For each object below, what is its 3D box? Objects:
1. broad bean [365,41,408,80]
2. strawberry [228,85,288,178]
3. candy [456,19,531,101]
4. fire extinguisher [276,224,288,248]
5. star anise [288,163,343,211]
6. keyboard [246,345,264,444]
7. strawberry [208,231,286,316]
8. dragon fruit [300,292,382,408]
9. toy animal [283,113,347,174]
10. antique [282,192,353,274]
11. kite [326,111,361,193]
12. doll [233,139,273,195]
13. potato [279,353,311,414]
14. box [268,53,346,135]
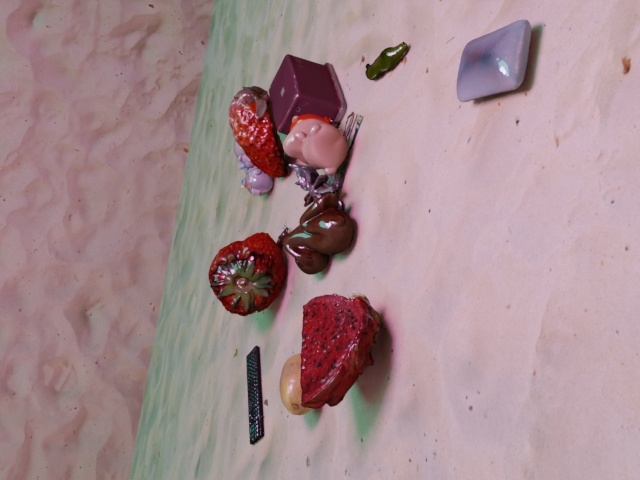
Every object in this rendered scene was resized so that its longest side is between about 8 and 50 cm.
[{"bbox_3d":[0.168,-0.480,1.686,0.195,0.046,0.061,-7,75,64],"label":"broad bean"},{"bbox_3d":[-0.212,-0.351,2.111,0.265,0.149,0.336,-104,-2,-50],"label":"strawberry"},{"bbox_3d":[0.344,-0.357,1.250,0.174,0.071,0.138,2,80,64],"label":"candy"},{"bbox_3d":[-0.125,-0.015,2.086,0.100,0.032,0.046,-60,-3,32],"label":"fire extinguisher"},{"bbox_3d":[-0.008,-0.142,1.789,0.205,0.061,0.180,33,143,30],"label":"star anise"},{"bbox_3d":[-0.216,0.501,2.035,0.101,0.018,0.309,-50,37,44],"label":"keyboard"},{"bbox_3d":[-0.232,0.106,2.039,0.288,0.250,0.238,-100,-7,-78],"label":"strawberry"},{"bbox_3d":[0.072,0.252,1.460,0.205,0.152,0.316,-37,30,28],"label":"dragon fruit"},{"bbox_3d":[-0.014,-0.285,1.804,0.197,0.171,0.171,46,119,60],"label":"toy animal"},{"bbox_3d":[0.000,0.000,1.725,0.257,0.121,0.143,-48,65,41],"label":"antique"},{"bbox_3d":[0.064,-0.258,1.828,0.141,0.015,0.245,46,119,58],"label":"kite"},{"bbox_3d":[-0.243,-0.286,2.326,0.151,0.151,0.287,-48,45,45],"label":"doll"},{"bbox_3d":[-0.057,0.384,1.675,0.109,0.118,0.178,-27,30,14],"label":"potato"},{"bbox_3d":[-0.050,-0.448,1.970,0.193,0.168,0.294,-55,34,35],"label":"box"}]
